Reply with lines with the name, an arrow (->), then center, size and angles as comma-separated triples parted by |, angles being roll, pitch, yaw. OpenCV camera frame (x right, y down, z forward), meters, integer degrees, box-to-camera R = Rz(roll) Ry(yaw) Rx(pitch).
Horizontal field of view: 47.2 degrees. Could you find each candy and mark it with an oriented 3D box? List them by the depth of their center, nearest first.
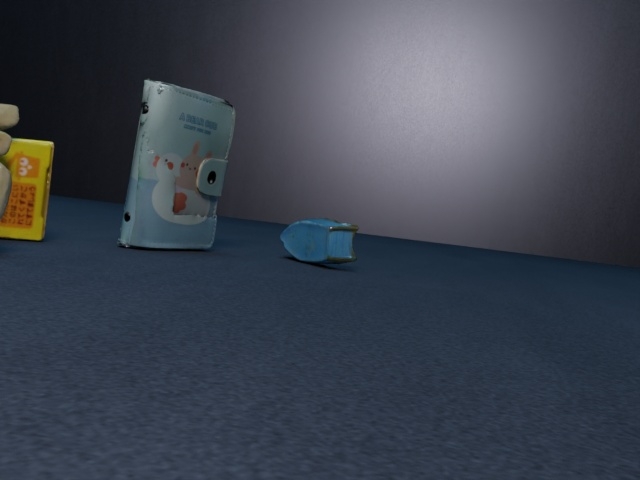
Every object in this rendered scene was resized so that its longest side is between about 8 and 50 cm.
candy -> -0.490, -0.085, 1.104 | 0.088, 0.146, 0.276 | 4, 6, -37

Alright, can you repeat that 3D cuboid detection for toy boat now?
toy boat -> 0.000, 0.000, 1.211 | 0.077, 0.075, 0.185 | 1, 1, -33

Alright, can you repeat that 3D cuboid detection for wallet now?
wallet -> -0.223, -0.111, 1.143 | 0.075, 0.251, 0.176 | 13, 5, 34

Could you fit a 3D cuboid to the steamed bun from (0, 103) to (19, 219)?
steamed bun -> -0.530, -0.135, 0.885 | 0.427, 0.247, 0.189 | 19, -15, 6
